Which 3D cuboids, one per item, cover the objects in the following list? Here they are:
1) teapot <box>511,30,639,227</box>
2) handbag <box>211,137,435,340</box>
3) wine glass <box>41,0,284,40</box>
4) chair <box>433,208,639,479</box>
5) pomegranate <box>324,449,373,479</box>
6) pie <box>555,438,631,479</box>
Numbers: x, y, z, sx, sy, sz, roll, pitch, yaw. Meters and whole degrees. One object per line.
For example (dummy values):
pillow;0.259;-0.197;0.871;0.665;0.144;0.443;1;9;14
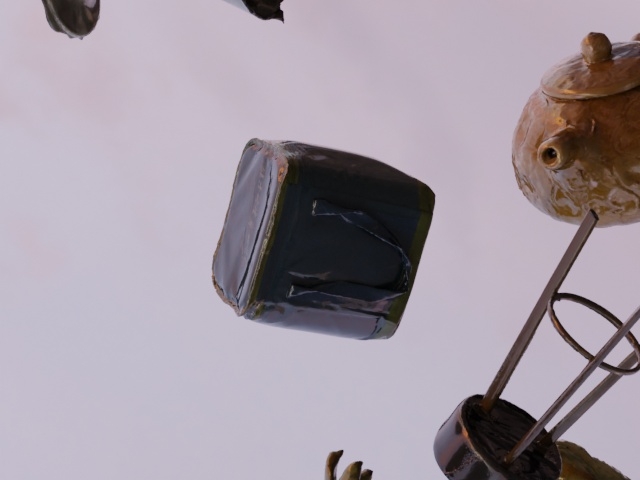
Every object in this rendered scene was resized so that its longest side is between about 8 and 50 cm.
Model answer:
teapot;0.283;-0.127;1.435;0.311;0.203;0.167;-44;-55;-47
handbag;0.000;0.000;2.084;0.241;0.263;0.222;13;-168;-24
wine glass;-0.129;-0.217;1.205;0.122;0.183;0.122;-9;-90;-68
chair;0.180;0.098;1.087;0.095;0.221;0.104;22;-151;-28
pomegranate;-0.048;0.373;1.544;0.260;0.260;0.340;35;-101;-11
pie;0.198;0.279;1.278;0.201;0.248;0.090;42;-137;19
